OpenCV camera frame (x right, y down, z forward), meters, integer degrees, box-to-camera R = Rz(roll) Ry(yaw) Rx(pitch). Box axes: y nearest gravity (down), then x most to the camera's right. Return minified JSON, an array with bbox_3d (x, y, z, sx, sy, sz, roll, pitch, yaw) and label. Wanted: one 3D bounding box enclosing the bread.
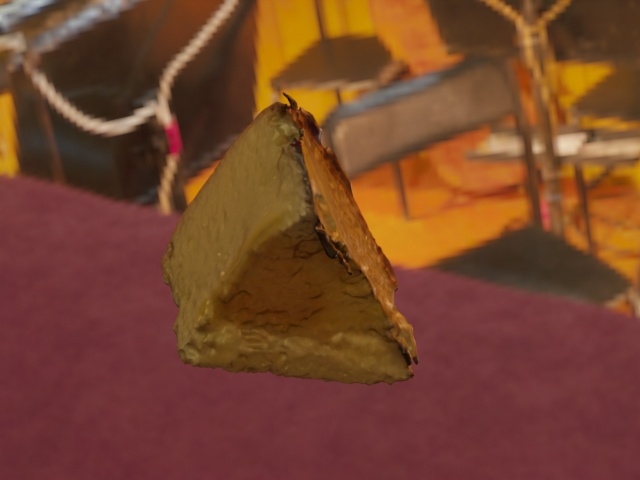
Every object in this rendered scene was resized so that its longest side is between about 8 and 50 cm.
[{"bbox_3d":[0.000,0.000,1.166,0.169,0.160,0.140,8,40,-16],"label":"bread"}]
